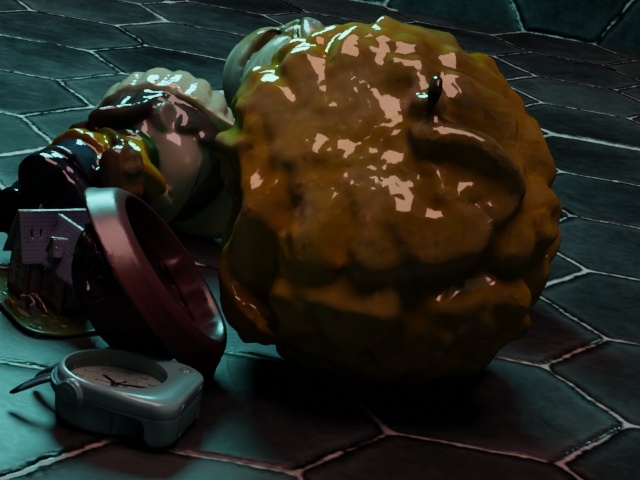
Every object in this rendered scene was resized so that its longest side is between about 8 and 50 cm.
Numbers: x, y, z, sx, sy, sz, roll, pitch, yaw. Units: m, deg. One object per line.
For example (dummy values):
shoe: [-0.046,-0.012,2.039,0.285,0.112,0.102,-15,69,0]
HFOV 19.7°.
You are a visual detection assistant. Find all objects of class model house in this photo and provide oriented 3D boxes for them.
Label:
model house: [-0.251,0.020,1.741,0.117,0.088,0.167,-1,19,-35]

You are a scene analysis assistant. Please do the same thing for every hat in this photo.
hat: [-0.163,0.045,1.618,0.089,0.205,0.205,-32,15,8]

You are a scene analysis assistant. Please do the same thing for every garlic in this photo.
garlic: [-0.036,-0.198,2.510,0.160,0.191,0.214,-21,38,-14]

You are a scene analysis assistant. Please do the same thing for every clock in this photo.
clock: [-0.175,0.123,1.516,0.147,0.045,0.108,12,15,11]

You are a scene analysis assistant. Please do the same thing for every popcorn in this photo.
popcorn: [0.060,-0.017,1.717,0.349,0.349,0.381,14,-22,12]

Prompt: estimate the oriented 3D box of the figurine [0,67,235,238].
figurine: [-0.216,-0.086,1.963,0.332,0.185,0.204,-4,56,-52]
